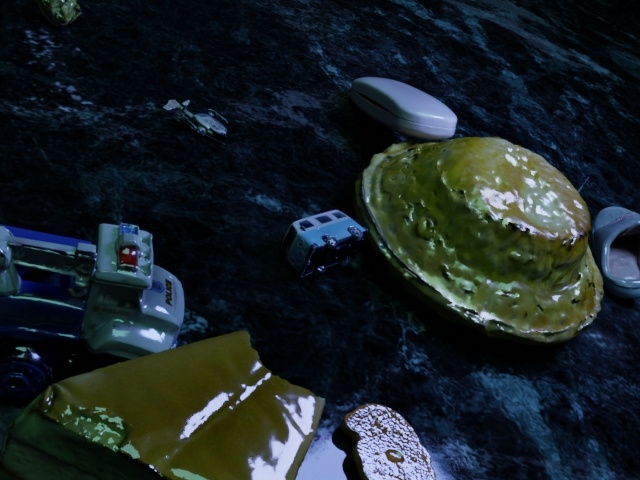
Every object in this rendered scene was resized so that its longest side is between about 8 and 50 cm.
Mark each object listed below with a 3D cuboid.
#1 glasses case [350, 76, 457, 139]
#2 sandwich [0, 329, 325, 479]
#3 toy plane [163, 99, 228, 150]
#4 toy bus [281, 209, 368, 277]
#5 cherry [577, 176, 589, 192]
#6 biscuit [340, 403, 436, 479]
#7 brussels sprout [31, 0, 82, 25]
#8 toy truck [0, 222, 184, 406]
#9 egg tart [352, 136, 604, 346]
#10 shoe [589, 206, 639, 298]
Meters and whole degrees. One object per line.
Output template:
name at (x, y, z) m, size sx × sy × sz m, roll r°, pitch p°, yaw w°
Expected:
glasses case at (0.145, -0.243, 1.420) m, size 0.113 × 0.075 × 0.297 m, roll 5°, pitch 19°, yaw -21°
sandwich at (-0.135, 0.178, 0.711) m, size 0.227 × 0.155 × 0.198 m, roll 29°, pitch 34°, yaw 0°
toy plane at (-0.188, -0.185, 1.225) m, size 0.120 × 0.031 × 0.049 m, roll 36°, pitch 45°, yaw 5°
toy bus at (0.000, 0.000, 1.098) m, size 0.075 × 0.060 × 0.123 m, roll 42°, pitch 35°, yaw 25°
cherry at (0.421, -0.076, 1.453) m, size 0.126 × 0.087 × 0.106 m, roll 15°, pitch 35°, yaw 13°
biscuit at (0.077, 0.243, 0.886) m, size 0.102 × 0.019 × 0.130 m, roll 1°, pitch 44°, yaw -34°
brussels sprout at (-0.428, -0.381, 1.284) m, size 0.085 × 0.058 × 0.085 m, roll -4°, pitch 19°, yaw 1°
toy truck at (-0.238, 0.055, 0.771) m, size 0.213 × 0.177 × 0.161 m, roll 11°, pitch 38°, yaw -22°
egg tart at (0.265, -0.035, 1.218) m, size 0.443 × 0.178 × 0.443 m, roll 17°, pitch 39°, yaw -15°
shoe at (0.557, -0.001, 1.427) m, size 0.103 × 0.100 × 0.251 m, roll 11°, pitch 40°, yaw 5°
